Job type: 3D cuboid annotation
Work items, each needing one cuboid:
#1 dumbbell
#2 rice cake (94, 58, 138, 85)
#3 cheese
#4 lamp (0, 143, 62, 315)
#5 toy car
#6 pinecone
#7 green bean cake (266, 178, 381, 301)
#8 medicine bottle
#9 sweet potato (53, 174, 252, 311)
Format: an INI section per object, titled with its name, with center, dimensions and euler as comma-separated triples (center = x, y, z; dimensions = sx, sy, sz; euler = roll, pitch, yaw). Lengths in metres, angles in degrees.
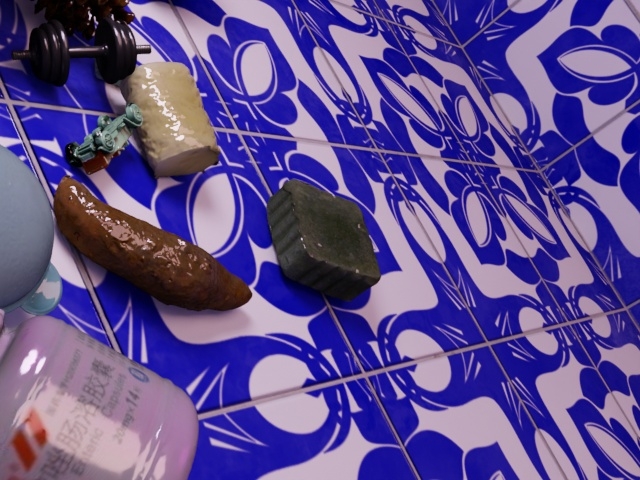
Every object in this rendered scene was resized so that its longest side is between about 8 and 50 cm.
[dumbbell]
center = -0.348, -0.277, 1.369
dimensions = 0.208, 0.099, 0.099
euler = -10, 63, -31
[rice cake]
center = -0.286, -0.254, 1.530
dimensions = 0.211, 0.034, 0.043
euler = 22, 50, -44
[cheese]
center = -0.232, -0.189, 1.451
dimensions = 0.123, 0.094, 0.167
euler = -12, 72, -32
[lamp]
center = -0.397, -0.040, 1.013
dimensions = 0.209, 0.147, 0.284
euler = -15, 69, -57
[toy car]
center = -0.307, -0.148, 1.344
dimensions = 0.054, 0.073, 0.143
euler = 60, 25, -19
[pinecone]
center = -0.357, -0.384, 1.445
dimensions = 0.165, 0.163, 0.163
euler = 37, 31, -39
[green bean cake]
center = 0.000, 0.000, 1.598
dimensions = 0.185, 0.094, 0.183
euler = 25, 40, -40
[medicine bottle]
center = -0.289, 0.178, 0.828
dimensions = 0.302, 0.241, 0.241
euler = 32, 33, -15
[sweet potato]
center = -0.210, 0.030, 1.263
dimensions = 0.341, 0.092, 0.114
euler = 32, 18, -34
